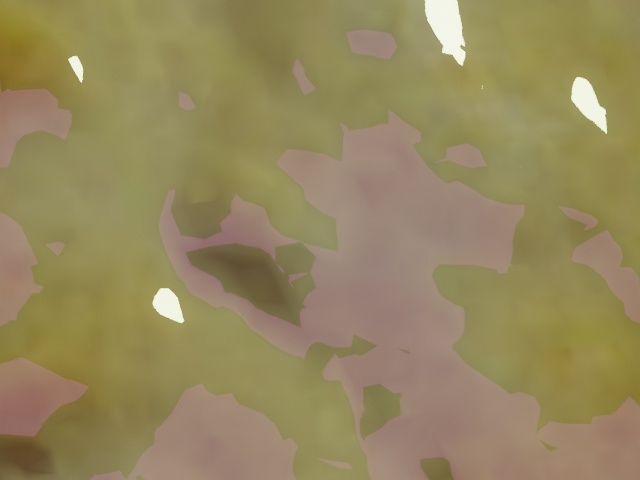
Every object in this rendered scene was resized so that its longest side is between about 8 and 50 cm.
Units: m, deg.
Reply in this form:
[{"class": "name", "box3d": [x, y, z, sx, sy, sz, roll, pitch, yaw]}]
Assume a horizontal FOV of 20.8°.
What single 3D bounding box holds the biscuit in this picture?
[{"class": "biscuit", "box3d": [0.000, 0.001, 0.599, 0.446, 0.104, 0.429, -13, 75, -18]}]
